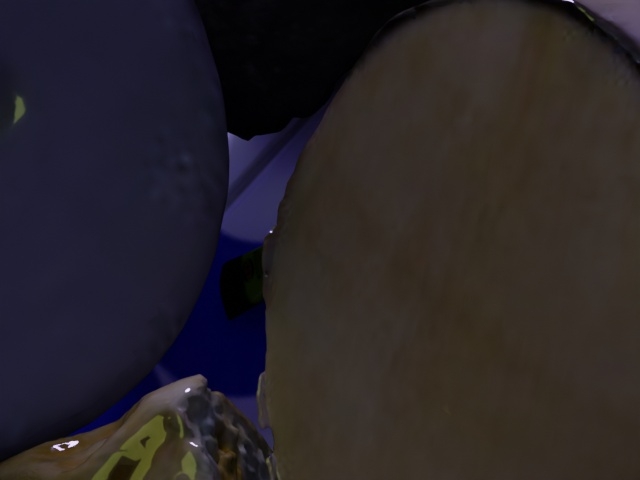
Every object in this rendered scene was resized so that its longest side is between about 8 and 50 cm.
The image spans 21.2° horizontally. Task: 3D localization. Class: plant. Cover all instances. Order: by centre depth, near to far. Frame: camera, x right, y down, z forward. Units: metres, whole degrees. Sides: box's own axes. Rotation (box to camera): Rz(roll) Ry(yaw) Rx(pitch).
[{"bbox_3d":[-0.065,-0.204,0.913,0.188,0.276,0.199,-40,20,12],"label":"plant"}]

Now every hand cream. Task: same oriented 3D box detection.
[{"bbox_3d":[0.000,0.000,0.860,0.122,0.023,0.036,-27,49,21],"label":"hand cream"}]

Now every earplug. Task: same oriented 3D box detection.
[{"bbox_3d":[-0.265,-0.017,0.847,0.394,0.313,0.312,-24,33,56],"label":"earplug"}]

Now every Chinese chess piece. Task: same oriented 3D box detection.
[{"bbox_3d":[0.082,0.037,0.578,0.257,0.104,0.257,-11,77,54],"label":"Chinese chess piece"}]

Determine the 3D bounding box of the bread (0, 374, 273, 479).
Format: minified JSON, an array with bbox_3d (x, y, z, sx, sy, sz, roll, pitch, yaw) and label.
[{"bbox_3d":[-0.120,0.170,0.684,0.268,0.152,0.130,-27,-5,19],"label":"bread"}]
